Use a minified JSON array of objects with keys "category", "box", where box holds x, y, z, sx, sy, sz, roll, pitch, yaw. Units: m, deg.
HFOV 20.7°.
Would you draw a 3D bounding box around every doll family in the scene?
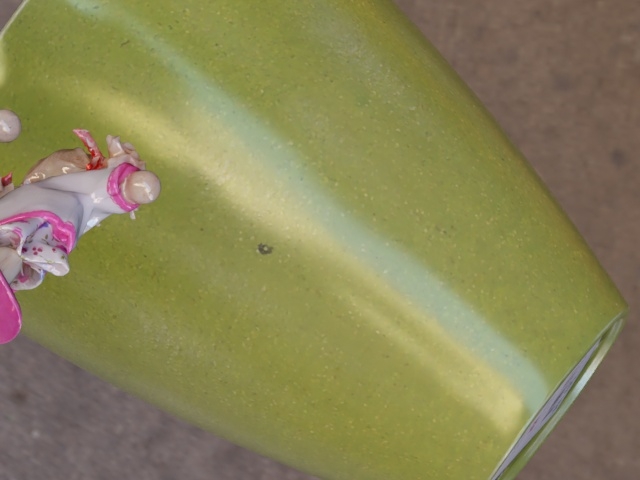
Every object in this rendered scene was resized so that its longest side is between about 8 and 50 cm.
[{"category":"doll family","box":[-0.195,-0.004,0.698,0.118,0.263,0.163,57,23,-15]}]

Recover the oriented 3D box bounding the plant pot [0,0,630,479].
[{"category":"plant pot","box":[0.000,0.000,0.890,0.275,0.293,0.275,-49,165,-18]}]
